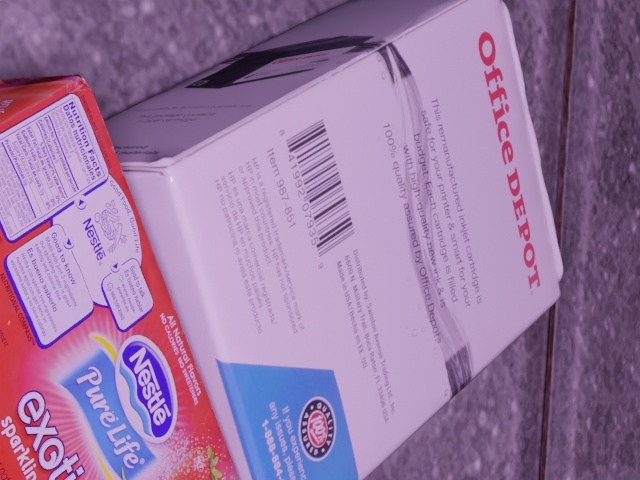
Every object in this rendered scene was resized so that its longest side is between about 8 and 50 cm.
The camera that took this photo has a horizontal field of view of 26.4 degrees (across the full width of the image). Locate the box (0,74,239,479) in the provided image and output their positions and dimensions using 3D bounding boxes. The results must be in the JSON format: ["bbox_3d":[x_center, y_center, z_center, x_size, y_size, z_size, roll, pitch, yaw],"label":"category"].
[{"bbox_3d":[-0.147,0.063,0.644,0.128,0.123,0.256,-40,121,-40],"label":"box"}]

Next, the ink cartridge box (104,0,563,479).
[{"bbox_3d":[0.000,0.000,0.809,0.307,0.129,0.223,-34,117,-43],"label":"ink cartridge box"}]
